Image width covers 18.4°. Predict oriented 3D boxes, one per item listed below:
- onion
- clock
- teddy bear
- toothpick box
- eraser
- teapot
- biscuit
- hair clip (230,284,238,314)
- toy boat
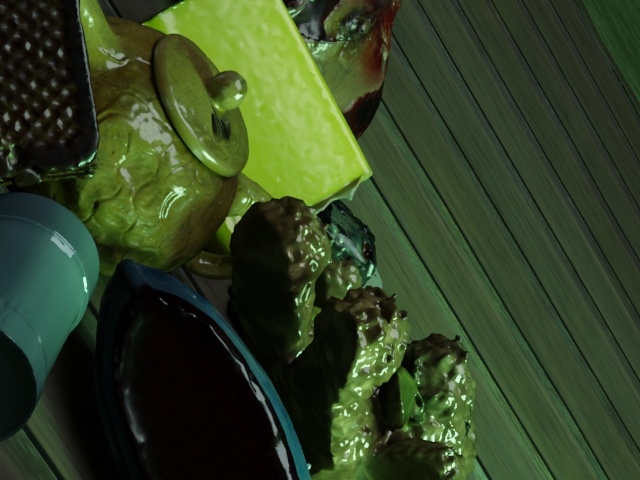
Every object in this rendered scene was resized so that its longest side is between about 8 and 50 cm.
[{"bbox_3d":[-0.002,-0.216,1.904,0.272,0.195,0.272,-21,90,-78],"label":"onion"},{"bbox_3d":[0.000,0.000,1.800,0.172,0.064,0.198,46,14,-15],"label":"clock"},{"bbox_3d":[0.048,0.103,1.570,0.222,0.296,0.246,-15,51,-28],"label":"teddy bear"},{"bbox_3d":[-0.208,0.048,1.263,0.101,0.101,0.153,57,24,-20],"label":"toothpick box"},{"bbox_3d":[-0.073,-0.110,1.685,0.158,0.069,0.226,-32,98,-25],"label":"eraser"},{"bbox_3d":[-0.120,-0.077,1.510,0.311,0.167,0.203,50,25,-36],"label":"teapot"},{"bbox_3d":[-0.228,-0.220,1.352,0.073,0.107,0.388,136,-53,-73],"label":"biscuit"},{"bbox_3d":[-0.017,0.092,1.751,0.195,0.052,0.124,36,21,-38],"label":"hair clip"},{"bbox_3d":[-0.081,0.155,1.432,0.142,0.129,0.309,143,-78,-82],"label":"toy boat"}]
